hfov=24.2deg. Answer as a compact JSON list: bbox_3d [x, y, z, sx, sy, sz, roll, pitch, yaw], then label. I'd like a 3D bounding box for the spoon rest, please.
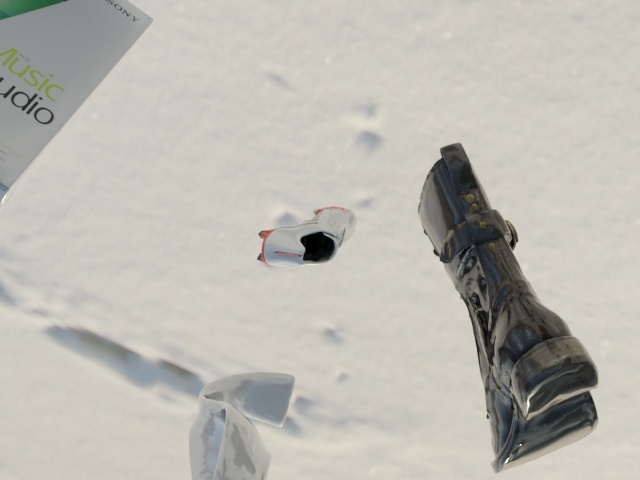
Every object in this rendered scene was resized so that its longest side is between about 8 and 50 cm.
[{"bbox_3d":[-0.082,0.185,1.298,0.084,0.276,0.137,15,107,2],"label":"spoon rest"}]

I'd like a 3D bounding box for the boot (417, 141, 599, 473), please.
[{"bbox_3d":[0.151,0.060,1.280,0.091,0.229,0.263,-20,151,-12],"label":"boot"}]

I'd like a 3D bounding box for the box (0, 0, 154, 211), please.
[{"bbox_3d":[-0.341,-0.198,1.538,0.232,0.322,0.058,35,134,-6],"label":"box"}]

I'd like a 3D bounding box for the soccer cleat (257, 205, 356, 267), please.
[{"bbox_3d":[0.000,0.000,0.821,0.035,0.083,0.029,13,107,34],"label":"soccer cleat"}]
